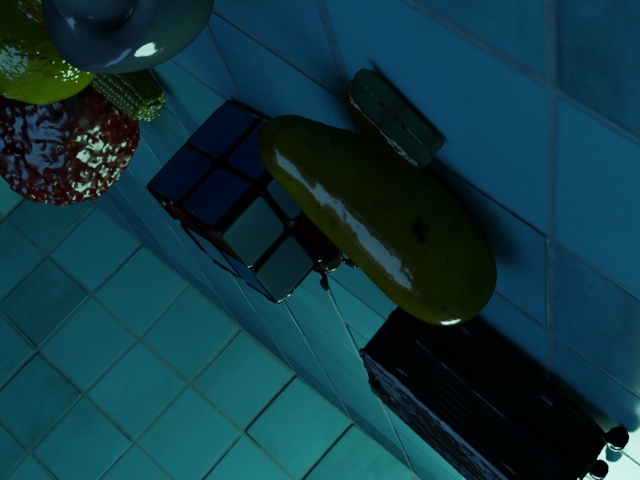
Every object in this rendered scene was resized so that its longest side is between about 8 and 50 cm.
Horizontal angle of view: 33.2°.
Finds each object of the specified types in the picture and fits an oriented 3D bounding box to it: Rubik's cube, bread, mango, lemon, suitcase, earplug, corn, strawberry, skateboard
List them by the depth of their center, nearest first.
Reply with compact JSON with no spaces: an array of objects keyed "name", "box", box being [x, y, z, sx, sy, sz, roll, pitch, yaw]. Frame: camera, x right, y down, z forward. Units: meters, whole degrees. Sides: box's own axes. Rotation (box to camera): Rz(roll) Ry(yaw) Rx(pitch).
[{"name":"earplug","box":[-0.208,-0.300,0.990,0.214,0.175,0.326,33,155,37]},{"name":"bread","box":[0.061,-0.113,1.013,0.109,0.043,0.062,44,167,-12]},{"name":"mango","box":[0.064,-0.032,1.114,0.295,0.120,0.177,46,176,-5]},{"name":"Rubik's cube","box":[-0.090,-0.051,1.417,0.183,0.167,0.180,32,165,46]},{"name":"suitcase","box":[0.221,0.228,1.435,0.335,0.152,0.230,41,167,20]},{"name":"lemon","box":[-0.404,-0.292,1.533,0.192,0.192,0.231,44,147,-6]},{"name":"skateboard","box":[0.000,0.000,1.589,0.080,0.067,0.151,47,167,34]},{"name":"corn","box":[-0.334,-0.270,1.661,0.238,0.080,0.080,40,168,10]},{"name":"strawberry","box":[-0.461,-0.195,1.829,0.292,0.292,0.310,44,-166,-3]}]

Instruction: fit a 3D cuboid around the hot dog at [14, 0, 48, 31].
[{"name":"hot dog","box":[-0.276,-0.317,1.178,0.257,0.150,0.153,49,156,-27]}]
